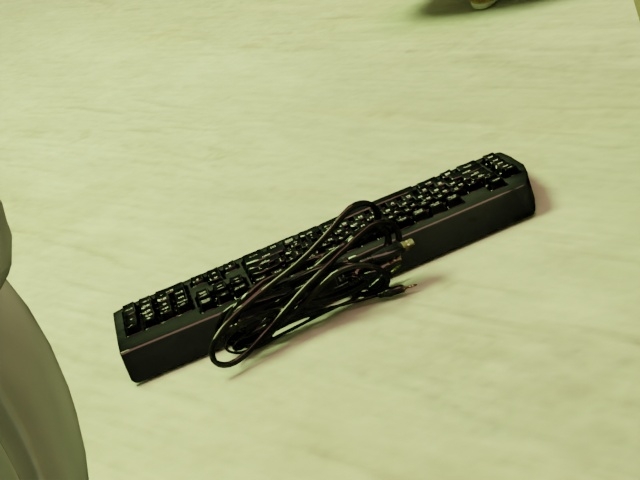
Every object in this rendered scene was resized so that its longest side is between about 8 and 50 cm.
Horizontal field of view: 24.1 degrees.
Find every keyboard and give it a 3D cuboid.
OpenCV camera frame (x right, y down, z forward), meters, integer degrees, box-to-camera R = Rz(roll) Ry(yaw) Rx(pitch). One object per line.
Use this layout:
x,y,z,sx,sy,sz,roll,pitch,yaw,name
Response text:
0.000,0.000,0.637,0.192,0.038,0.100,-24,22,-5,keyboard

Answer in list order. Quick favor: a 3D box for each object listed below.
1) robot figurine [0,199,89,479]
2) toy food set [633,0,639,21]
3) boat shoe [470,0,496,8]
-0.176,0.100,0.342,0.300,0.200,0.353,-42,12,28,robot figurine
0.156,-0.113,0.513,0.092,0.219,0.306,-18,22,9,toy food set
0.157,-0.198,0.918,0.285,0.089,0.104,-11,50,31,boat shoe
